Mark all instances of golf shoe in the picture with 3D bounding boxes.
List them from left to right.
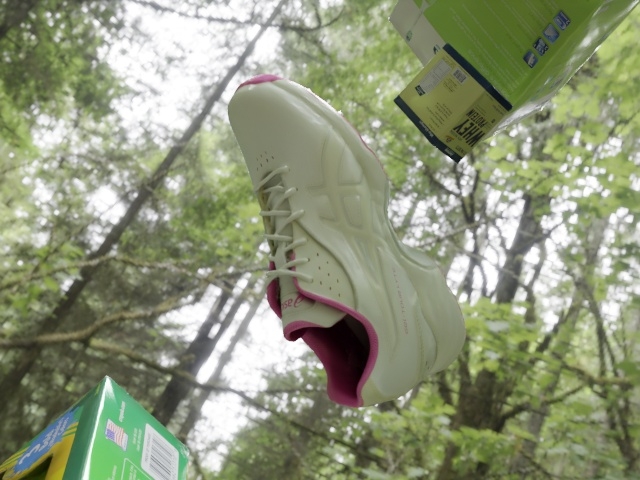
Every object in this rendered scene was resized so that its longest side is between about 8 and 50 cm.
[{"bbox_3d":[0.000,0.000,0.692,0.306,0.140,0.115,56,-39,2],"label":"golf shoe"}]

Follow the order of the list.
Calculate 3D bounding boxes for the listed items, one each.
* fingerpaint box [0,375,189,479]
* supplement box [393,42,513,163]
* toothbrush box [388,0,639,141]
[{"bbox_3d":[-0.324,0.397,0.829,0.163,0.371,0.445,48,8,-19],"label":"fingerpaint box"},{"bbox_3d":[0.138,-0.143,0.858,0.056,0.083,0.083,26,24,-49],"label":"supplement box"},{"bbox_3d":[0.225,-0.285,0.934,0.206,0.122,0.283,55,-31,13],"label":"toothbrush box"}]
